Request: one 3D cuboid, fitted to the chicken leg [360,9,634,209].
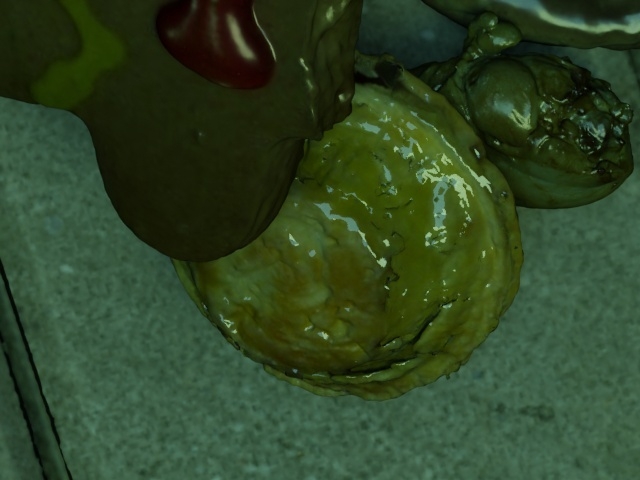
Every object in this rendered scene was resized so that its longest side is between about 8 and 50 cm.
[{"bbox_3d":[0.082,-0.084,1.201,0.228,0.103,0.088,21,62,7],"label":"chicken leg"}]

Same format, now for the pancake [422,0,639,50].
[{"bbox_3d":[0.163,-0.248,1.193,0.294,0.049,0.294,1,95,8],"label":"pancake"}]

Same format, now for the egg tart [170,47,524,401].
[{"bbox_3d":[0.000,0.000,1.187,0.241,0.106,0.241,13,122,21],"label":"egg tart"}]

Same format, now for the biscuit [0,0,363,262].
[{"bbox_3d":[-0.154,-0.188,1.060,0.394,0.076,0.368,26,126,17],"label":"biscuit"}]
